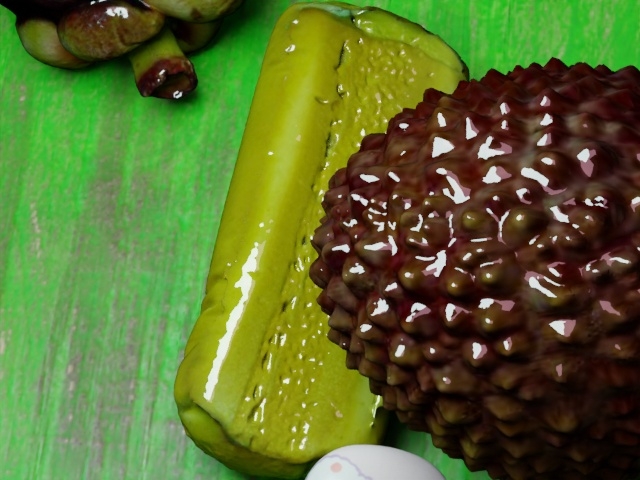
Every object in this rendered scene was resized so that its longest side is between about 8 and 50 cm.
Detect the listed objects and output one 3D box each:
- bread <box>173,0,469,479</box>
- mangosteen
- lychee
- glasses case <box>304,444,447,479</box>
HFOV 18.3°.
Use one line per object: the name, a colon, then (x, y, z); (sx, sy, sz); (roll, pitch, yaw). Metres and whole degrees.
bread: (0.000, 0.000, 1.511); (0.166, 0.112, 0.383); (19, 69, -12)
mangosteen: (-0.166, -0.262, 1.611); (0.287, 0.233, 0.287); (-6, 64, 13)
lychee: (0.157, 0.023, 1.352); (0.330, 0.306, 0.306); (12, 64, -2)
glasses case: (0.022, 0.287, 1.363); (0.113, 0.075, 0.297); (10, 74, -2)
